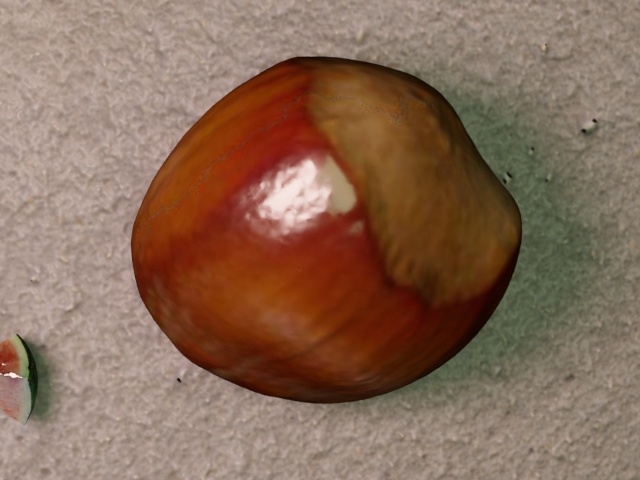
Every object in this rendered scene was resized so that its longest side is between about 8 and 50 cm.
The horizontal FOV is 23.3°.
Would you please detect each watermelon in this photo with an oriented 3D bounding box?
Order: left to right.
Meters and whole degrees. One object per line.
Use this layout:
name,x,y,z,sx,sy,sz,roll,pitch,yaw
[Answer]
watermelon,-0.318,0.144,1.562,0.072,0.084,0.092,-14,80,-1

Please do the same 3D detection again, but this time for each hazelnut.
hazelnut,0.006,-0.006,1.499,0.366,0.366,0.366,0,91,-10
